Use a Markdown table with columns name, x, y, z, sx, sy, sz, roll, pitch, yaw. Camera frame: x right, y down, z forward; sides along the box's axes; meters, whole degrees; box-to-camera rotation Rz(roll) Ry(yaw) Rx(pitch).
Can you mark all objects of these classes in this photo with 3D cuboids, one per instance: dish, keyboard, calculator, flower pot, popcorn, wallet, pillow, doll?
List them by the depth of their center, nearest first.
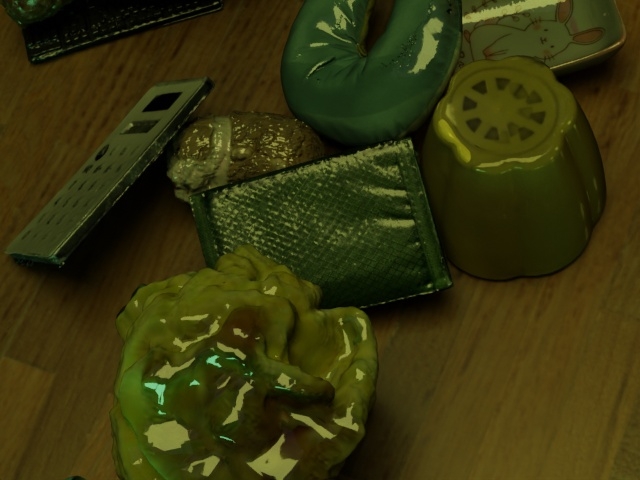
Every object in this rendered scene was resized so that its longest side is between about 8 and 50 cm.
| name | x | y | z | sx | sy | sz | roll | pitch | yaw |
| --- | --- | --- | --- | --- | --- | --- | --- | --- | --- |
| popcorn | -0.071 | 0.142 | 1.567 | 0.293 | 0.237 | 0.293 | -1 | 81 | 5 |
| flower pot | 0.186 | -0.084 | 1.678 | 0.195 | 0.179 | 0.195 | -4 | 61 | 7 |
| wallet | 0.000 | 0.000 | 1.690 | 0.236 | 0.055 | 0.160 | -15 | 97 | 9 |
| doll | -0.056 | -0.080 | 1.753 | 0.221 | 0.105 | 0.115 | 5 | 38 | 20 |
| pillow | 0.053 | -0.202 | 1.766 | 0.233 | 0.086 | 0.214 | 14 | 85 | 50 |
| calculator | -0.219 | -0.075 | 1.770 | 0.021 | 0.161 | 0.261 | 45 | 72 | -21 |
| dish | 0.208 | -0.224 | 1.802 | 0.212 | 0.077 | 0.151 | -14 | 60 | 3 |
| keyboard | -0.228 | -0.263 | 1.923 | 0.231 | 0.023 | 0.072 | -17 | 60 | 0 |

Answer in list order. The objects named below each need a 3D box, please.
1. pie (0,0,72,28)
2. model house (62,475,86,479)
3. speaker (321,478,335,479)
| name | x | y | z | sx | sy | sz | roll | pitch | yaw |
| --- | --- | --- | --- | --- | --- | --- | --- | --- | --- |
| pie | -0.214 | -0.463 | 1.937 | 0.395 | 0.180 | 0.418 | -13 | 55 | 6 |
| model house | -0.257 | 0.386 | 1.518 | 0.241 | 0.226 | 0.261 | -17 | 57 | 17 |
| speaker | -0.028 | 0.330 | 1.473 | 0.193 | 0.231 | 0.153 | -16 | 62 | 1 |
